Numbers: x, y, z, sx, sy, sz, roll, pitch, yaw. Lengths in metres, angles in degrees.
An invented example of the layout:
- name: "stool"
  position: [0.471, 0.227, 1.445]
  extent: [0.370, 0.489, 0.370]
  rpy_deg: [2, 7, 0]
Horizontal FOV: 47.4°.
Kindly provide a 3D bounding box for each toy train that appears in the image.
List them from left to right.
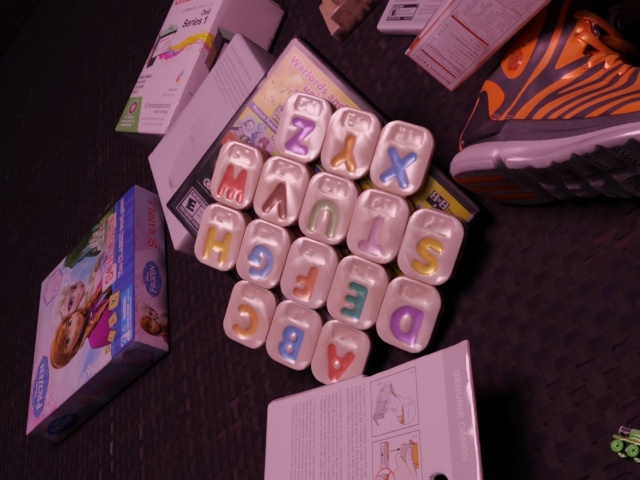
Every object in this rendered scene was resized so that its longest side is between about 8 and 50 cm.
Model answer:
- name: "toy train"
  position: [0.241, 0.148, 0.505]
  extent: [0.083, 0.017, 0.024]
  rpy_deg: [7, 65, 52]

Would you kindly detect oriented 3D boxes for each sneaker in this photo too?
- name: "sneaker"
  position: [0.243, -0.130, 0.578]
  extent: [0.321, 0.124, 0.180]
  rpy_deg: [4, 73, 51]

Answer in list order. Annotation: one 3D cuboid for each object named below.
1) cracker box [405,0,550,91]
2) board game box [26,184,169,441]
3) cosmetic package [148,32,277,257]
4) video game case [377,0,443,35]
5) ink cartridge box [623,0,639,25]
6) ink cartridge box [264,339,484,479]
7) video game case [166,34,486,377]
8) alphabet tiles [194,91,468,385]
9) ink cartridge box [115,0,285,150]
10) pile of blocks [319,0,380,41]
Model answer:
- name: "cracker box"
  position: [0.183, -0.251, 0.645]
  extent: [0.156, 0.067, 0.232]
  rpy_deg: [-55, 7, -24]
- name: "board game box"
  position: [-0.372, 0.120, 1.213]
  extent: [0.318, 0.066, 0.319]
  rpy_deg: [-40, 43, 28]
- name: "cosmetic package"
  position: [-0.095, -0.111, 0.960]
  extent: [0.225, 0.138, 0.224]
  rpy_deg: [-50, 39, 20]
- name: "video game case"
  position: [0.171, -0.329, 0.869]
  extent: [0.201, 0.023, 0.183]
  rpy_deg: [24, 88, 54]
- name: "ink cartridge box"
  position: [0.305, -0.299, 0.657]
  extent: [0.104, 0.061, 0.181]
  rpy_deg: [-18, 55, 44]
- name: "ink cartridge box"
  position: [0.052, 0.262, 0.622]
  extent: [0.261, 0.066, 0.296]
  rpy_deg: [-26, 51, 39]
- name: "video game case"
  position: [-0.007, -0.035, 0.778]
  extent: [0.275, 0.035, 0.248]
  rpy_deg: [46, 109, 16]
- name: "alphabet tiles"
  position: [0.000, 0.000, 0.744]
  extent: [0.284, 0.021, 0.278]
  rpy_deg: [21, 101, 23]
- name: "ink cartridge box"
  position: [-0.201, -0.279, 1.204]
  extent: [0.201, 0.117, 0.278]
  rpy_deg: [13, 79, 52]
- name: "pile of blocks"
  position: [0.020, -0.466, 1.057]
  extent: [0.149, 0.112, 0.362]
  rpy_deg: [-21, 53, 42]
